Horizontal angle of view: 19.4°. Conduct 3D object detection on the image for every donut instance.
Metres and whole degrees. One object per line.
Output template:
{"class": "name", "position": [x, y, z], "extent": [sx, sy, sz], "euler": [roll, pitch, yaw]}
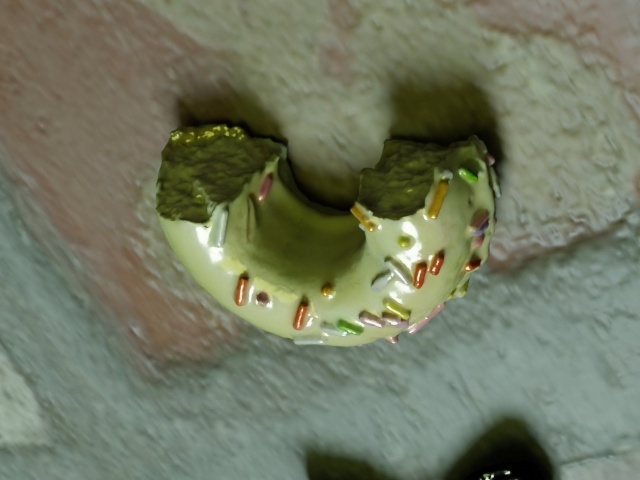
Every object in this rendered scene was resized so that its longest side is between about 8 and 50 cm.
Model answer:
{"class": "donut", "position": [0.004, 0.004, 0.868], "extent": [0.166, 0.065, 0.108], "euler": [2, 125, 25]}

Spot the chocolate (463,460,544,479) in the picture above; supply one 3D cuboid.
{"class": "chocolate", "position": [0.050, 0.153, 0.961], "extent": [0.147, 0.070, 0.072], "euler": [-11, 146, 32]}
